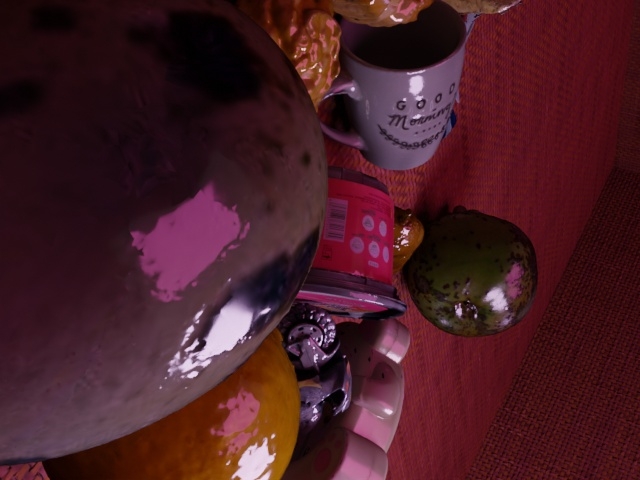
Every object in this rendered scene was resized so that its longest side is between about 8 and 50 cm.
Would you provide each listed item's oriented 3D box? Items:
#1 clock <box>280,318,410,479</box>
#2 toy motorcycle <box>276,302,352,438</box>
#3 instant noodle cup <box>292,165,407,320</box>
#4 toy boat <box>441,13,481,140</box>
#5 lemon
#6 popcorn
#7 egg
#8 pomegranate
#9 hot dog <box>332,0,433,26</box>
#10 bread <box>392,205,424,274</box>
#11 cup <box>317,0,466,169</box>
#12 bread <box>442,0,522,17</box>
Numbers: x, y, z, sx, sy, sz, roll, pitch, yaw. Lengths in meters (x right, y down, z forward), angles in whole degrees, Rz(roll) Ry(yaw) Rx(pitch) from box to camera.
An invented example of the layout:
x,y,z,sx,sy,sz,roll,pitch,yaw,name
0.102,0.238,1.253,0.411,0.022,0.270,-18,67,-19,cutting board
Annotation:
x,y,z,sx,sy,sz,roll,pitch,yaw,name
0.012,0.267,1.341,0.114,0.284,0.309,34,56,-24,clock
-0.060,0.224,1.198,0.307,0.173,0.108,-49,-157,18,toy motorcycle
0.000,0.000,1.187,0.302,0.259,0.181,28,68,-62,instant noodle cup
0.250,-0.310,1.657,0.291,0.070,0.210,-54,152,-38,toy boat
-0.160,0.178,0.919,0.297,0.297,0.297,-42,142,-46,lemon
-0.050,-0.214,1.045,0.163,0.140,0.194,25,85,-59,popcorn
-0.190,-0.019,0.649,0.428,0.345,0.345,-39,140,-32,egg
0.324,0.043,1.842,0.340,0.285,0.284,-76,167,-53,pomegranate
0.082,-0.461,1.091,0.367,0.196,0.365,-4,108,-57,hot dog
0.095,0.001,1.374,0.344,0.124,0.084,122,-9,-76,bread
0.088,-0.218,1.310,0.258,0.186,0.234,-25,144,-18,cup
0.346,-0.460,1.522,0.240,0.178,0.135,-34,146,-8,bread
